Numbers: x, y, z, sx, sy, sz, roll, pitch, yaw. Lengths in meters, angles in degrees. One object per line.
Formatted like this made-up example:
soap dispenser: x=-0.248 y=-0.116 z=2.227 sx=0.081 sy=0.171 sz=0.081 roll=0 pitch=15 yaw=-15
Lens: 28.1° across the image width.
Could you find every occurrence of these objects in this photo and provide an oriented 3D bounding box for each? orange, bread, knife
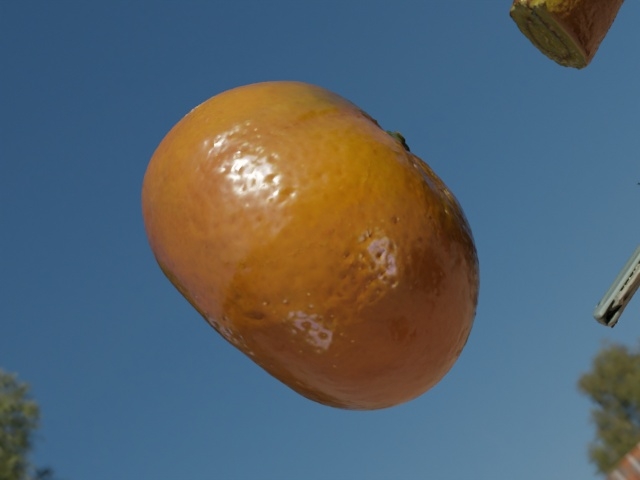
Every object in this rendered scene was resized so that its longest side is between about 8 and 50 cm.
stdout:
orange: x=0.000 y=0.000 z=0.831 sx=0.171 sy=0.240 sz=0.240 roll=-48 pitch=-24 yaw=-2
bread: x=0.298 y=-0.298 z=1.453 sx=0.132 sy=0.103 sz=0.172 roll=38 pitch=-102 yaw=-38
knife: x=0.299 y=0.009 z=1.157 sx=0.162 sy=0.023 sz=0.044 roll=-57 pitch=-5 yaw=5

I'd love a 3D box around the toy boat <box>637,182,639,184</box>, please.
toy boat: x=0.496 y=-0.063 z=1.521 sx=0.246 sy=0.103 sz=0.093 roll=-6 pitch=-77 yaw=-38
